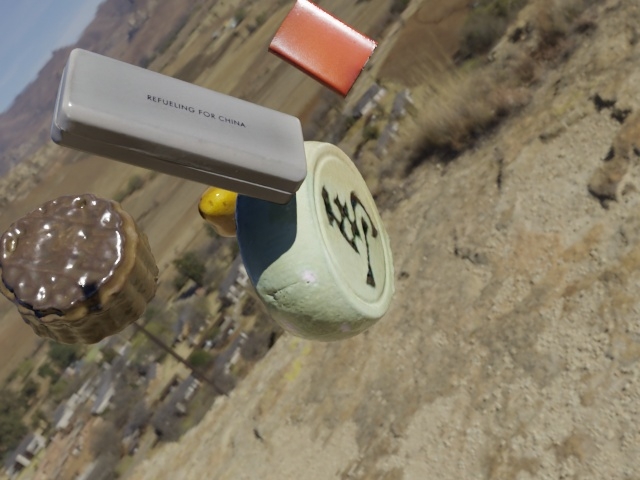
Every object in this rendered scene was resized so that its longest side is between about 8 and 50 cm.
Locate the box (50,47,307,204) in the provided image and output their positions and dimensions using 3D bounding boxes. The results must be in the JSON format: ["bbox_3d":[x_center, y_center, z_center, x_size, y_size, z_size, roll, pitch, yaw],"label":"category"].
[{"bbox_3d":[-0.133,-0.109,0.770,0.055,0.243,0.103,-54,32,40],"label":"box"}]

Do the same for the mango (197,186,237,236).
[{"bbox_3d":[-0.177,-0.068,1.544,0.115,0.090,0.178,-49,-21,-6],"label":"mango"}]

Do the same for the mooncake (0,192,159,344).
[{"bbox_3d":[-0.522,0.053,1.680,0.324,0.324,0.187,-57,-20,-22],"label":"mooncake"}]

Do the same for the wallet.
[{"bbox_3d":[0.005,-0.423,1.711,0.142,0.204,0.045,-58,-1,6],"label":"wallet"}]

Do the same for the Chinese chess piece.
[{"bbox_3d":[0.000,0.000,0.963,0.101,0.250,0.250,-19,32,24],"label":"Chinese chess piece"}]
